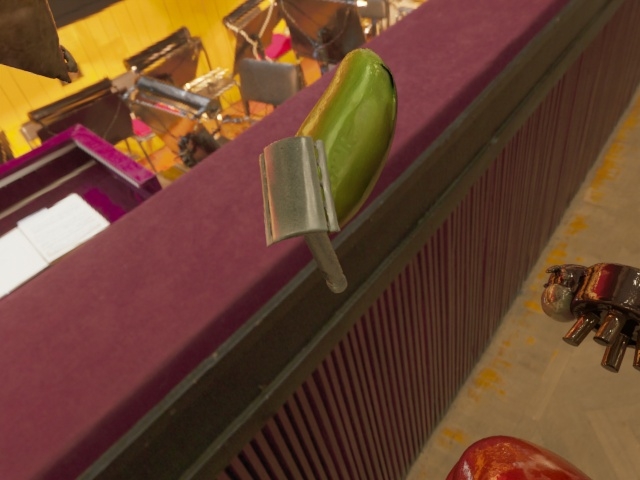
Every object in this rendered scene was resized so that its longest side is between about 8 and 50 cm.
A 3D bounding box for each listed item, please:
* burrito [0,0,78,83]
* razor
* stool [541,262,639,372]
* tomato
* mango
[{"bbox_3d":[-0.290,-0.240,0.334,0.175,0.348,0.107,-18,62,-21],"label":"burrito"},{"bbox_3d":[0.000,0.000,0.554,0.068,0.232,0.106,-12,61,8],"label":"razor"},{"bbox_3d":[0.378,0.096,0.688,0.121,0.125,0.217,-56,29,-11],"label":"stool"},{"bbox_3d":[0.267,0.402,0.660,0.226,0.299,0.299,16,49,9],"label":"tomato"},{"bbox_3d":[0.024,-0.113,0.602,0.125,0.111,0.233,4,74,59],"label":"mango"}]
